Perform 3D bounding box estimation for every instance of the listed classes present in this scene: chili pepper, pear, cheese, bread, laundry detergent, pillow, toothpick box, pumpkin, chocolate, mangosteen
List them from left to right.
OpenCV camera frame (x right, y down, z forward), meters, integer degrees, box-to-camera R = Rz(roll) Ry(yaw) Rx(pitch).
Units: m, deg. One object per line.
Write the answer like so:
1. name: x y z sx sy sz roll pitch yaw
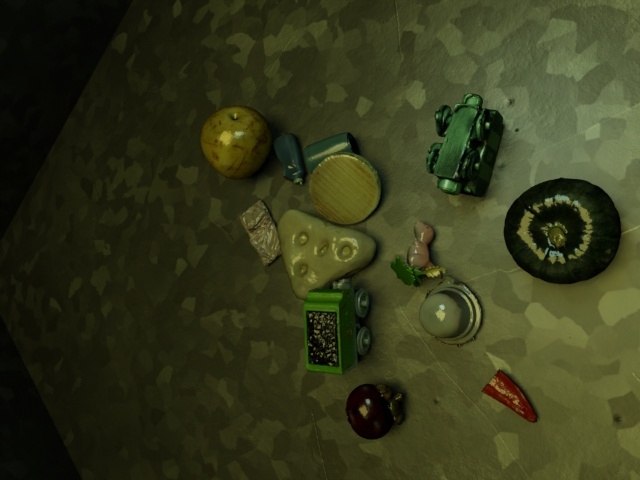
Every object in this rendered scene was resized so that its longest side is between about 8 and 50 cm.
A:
1. pear: -0.322 -0.378 2.108 0.280 0.280 0.281 -3 84 32
2. pillow: -0.229 -0.033 2.145 0.135 0.049 0.248 -38 70 19
3. laundry detergent: -0.110 -0.300 2.087 0.096 0.061 0.206 -24 75 20
4. cheese: 0.000 0.000 1.949 0.351 0.129 0.328 -36 69 25
5. toothpick box: 0.042 -0.311 1.959 0.184 0.120 0.120 -18 76 26
6. bread: 0.087 -0.180 1.910 0.266 0.040 0.267 8 114 18
7. mangosteen: 0.180 0.548 1.780 0.199 0.199 0.200 -3 84 32
8. chocolate: 0.382 0.221 1.686 0.221 0.147 0.221 -6 79 32
9. chili pepper: 0.563 0.466 1.603 0.169 0.065 0.088 43 109 24
10. pumpkin: 0.652 -0.025 1.501 0.300 0.207 0.300 3 96 37

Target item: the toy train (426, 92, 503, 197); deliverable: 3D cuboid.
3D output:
1. toy train: 0.430 -0.277 1.642 0.166 0.238 0.299 17 93 33

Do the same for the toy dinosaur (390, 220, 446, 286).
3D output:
1. toy dinosaur: 0.321 0.055 1.773 0.177 0.152 0.194 -34 72 -15

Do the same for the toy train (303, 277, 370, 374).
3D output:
1. toy train: 0.053 0.283 1.815 0.173 0.248 0.308 -1 94 30
